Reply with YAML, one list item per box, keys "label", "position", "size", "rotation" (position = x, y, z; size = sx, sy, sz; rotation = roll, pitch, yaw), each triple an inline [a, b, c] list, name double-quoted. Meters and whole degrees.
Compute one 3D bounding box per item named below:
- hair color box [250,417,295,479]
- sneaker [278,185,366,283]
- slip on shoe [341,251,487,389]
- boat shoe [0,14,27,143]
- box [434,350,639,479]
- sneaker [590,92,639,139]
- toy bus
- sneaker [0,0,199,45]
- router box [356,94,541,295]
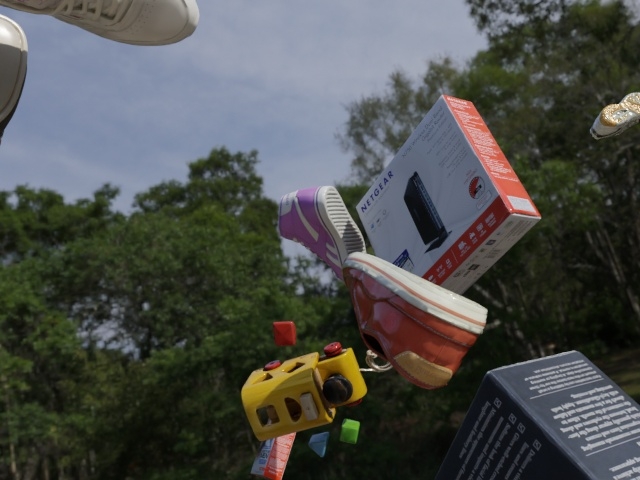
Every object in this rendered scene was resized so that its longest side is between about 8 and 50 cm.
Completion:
- label: "hair color box"
  position: [-0.110, 0.503, 1.745]
  size: [0.053, 0.167, 0.093]
  rotation: [27, -24, -16]
- label: "sneaker"
  position: [0.000, -0.001, 1.592]
  size: [0.161, 0.102, 0.282]
  rotation: [-7, -56, 28]
- label: "slip on shoe"
  position: [0.082, 0.082, 0.798]
  size: [0.123, 0.101, 0.331]
  rotation: [24, 1, -12]
- label: "boat shoe"
  position: [-0.433, -0.106, 0.807]
  size: [0.112, 0.335, 0.095]
  rotation: [23, -20, -26]
- label: "box"
  position: [0.379, 0.402, 0.996]
  size: [0.212, 0.395, 0.293]
  rotation: [-4, -54, -32]
- label: "sneaker"
  position: [0.319, -0.131, 0.749]
  size: [0.083, 0.032, 0.037]
  rotation: [-18, -23, -22]
- label: "toy bus"
  position: [-0.015, 0.226, 1.042]
  size: [0.191, 0.202, 0.104]
  rotation: [25, 16, 3]
- label: "sneaker"
  position: [-0.270, -0.265, 0.747]
  size: [0.305, 0.152, 0.114]
  rotation: [13, -57, -33]
- label: "router box"
  position: [0.228, -0.055, 1.375]
  size: [0.082, 0.301, 0.335]
  rotation: [5, -42, -33]
